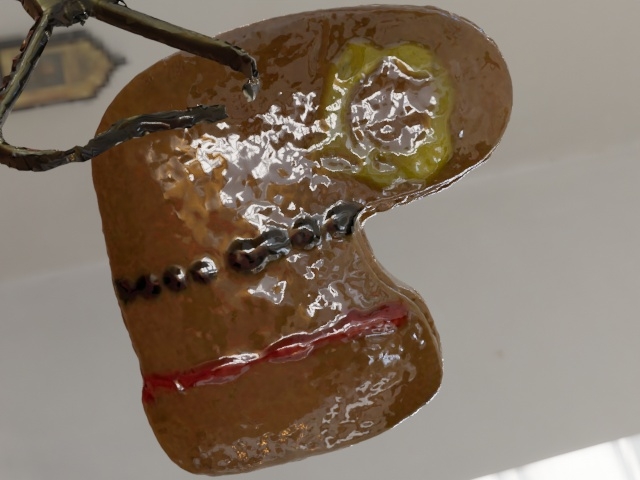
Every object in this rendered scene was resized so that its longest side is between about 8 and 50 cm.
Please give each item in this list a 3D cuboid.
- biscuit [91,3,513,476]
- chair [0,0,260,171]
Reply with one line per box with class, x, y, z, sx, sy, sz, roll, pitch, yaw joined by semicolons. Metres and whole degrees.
biscuit;0.000;0.000;0.955;0.052;0.262;0.277;-86;166;-82
chair;0.029;-0.169;0.384;0.160;0.326;0.170;51;-19;36
